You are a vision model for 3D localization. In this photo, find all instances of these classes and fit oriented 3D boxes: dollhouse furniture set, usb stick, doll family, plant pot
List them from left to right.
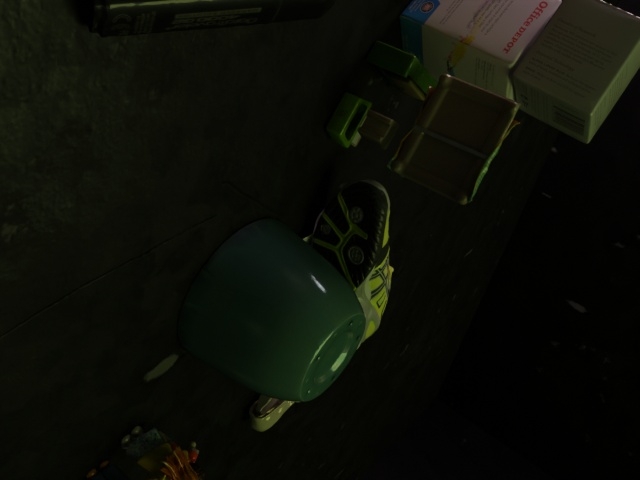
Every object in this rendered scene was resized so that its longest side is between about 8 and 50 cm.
[{"bbox_3d":[-0.308,0.426,1.312,0.263,0.163,0.118,-42,153,-32],"label":"doll family"},{"bbox_3d":[-0.111,-0.260,0.831,0.278,0.045,0.077,-13,172,-23],"label":"usb stick"},{"bbox_3d":[-0.065,0.145,1.348,0.293,0.235,0.293,-43,154,-28],"label":"plant pot"},{"bbox_3d":[0.194,-0.193,1.352,0.197,0.302,0.151,-61,155,2],"label":"dollhouse furniture set"}]

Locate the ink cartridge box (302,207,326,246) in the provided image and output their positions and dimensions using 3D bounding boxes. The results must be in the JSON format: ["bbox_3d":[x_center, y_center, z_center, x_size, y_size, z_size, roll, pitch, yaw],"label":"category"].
[{"bbox_3d":[0.000,0.000,1.575,0.179,0.045,0.145,-28,148,-18],"label":"ink cartridge box"}]

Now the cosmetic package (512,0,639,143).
[{"bbox_3d":[0.450,-0.298,1.323,0.183,0.151,0.151,-56,159,-2],"label":"cosmetic package"}]

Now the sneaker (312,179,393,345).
[{"bbox_3d":[0.076,0.043,1.535,0.147,0.145,0.384,-31,140,-46],"label":"sneaker"}]

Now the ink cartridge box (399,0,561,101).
[{"bbox_3d":[0.294,-0.373,1.413,0.171,0.233,0.168,-50,156,-16],"label":"ink cartridge box"}]

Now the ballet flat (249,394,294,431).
[{"bbox_3d":[-0.078,0.342,1.795,0.248,0.086,0.086,-46,155,-23],"label":"ballet flat"}]
